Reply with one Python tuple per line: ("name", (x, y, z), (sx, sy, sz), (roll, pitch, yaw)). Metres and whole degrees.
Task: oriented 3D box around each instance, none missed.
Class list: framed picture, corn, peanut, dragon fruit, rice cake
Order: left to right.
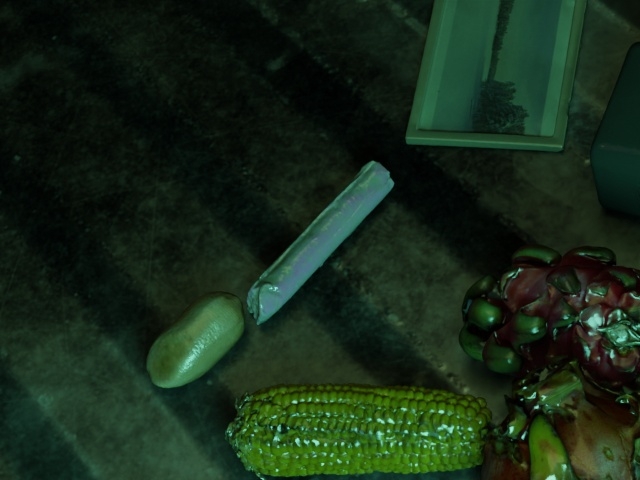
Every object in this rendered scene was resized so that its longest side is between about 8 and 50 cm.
("peanut", (-0.154, 0.124, 1.945), (0.152, 0.076, 0.076), (-43, 59, -16))
("rice cake", (-0.001, 0.000, 1.993), (0.049, 0.055, 0.270), (35, 70, 25))
("corn", (0.042, 0.217, 1.816), (0.318, 0.115, 0.115), (-3, 58, 12))
("framed picture", (0.241, -0.246, 2.107), (0.213, 0.016, 0.289), (4, 60, 17))
("dragon fruit", (0.271, 0.098, 1.780), (0.273, 0.198, 0.218), (8, 70, 20))
("dragon fruit", (0.274, 0.284, 1.631), (0.250, 0.315, 0.250), (-39, 14, 12))

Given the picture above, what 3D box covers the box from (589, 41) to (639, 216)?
("box", (0.404, -0.136, 1.923), (0.090, 0.144, 0.201), (13, 64, 25))
